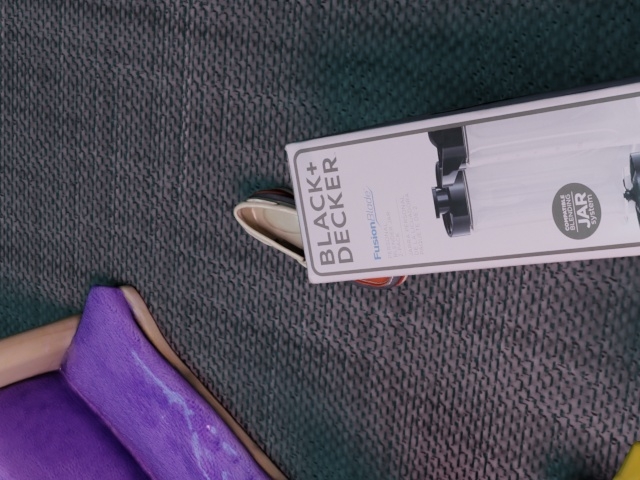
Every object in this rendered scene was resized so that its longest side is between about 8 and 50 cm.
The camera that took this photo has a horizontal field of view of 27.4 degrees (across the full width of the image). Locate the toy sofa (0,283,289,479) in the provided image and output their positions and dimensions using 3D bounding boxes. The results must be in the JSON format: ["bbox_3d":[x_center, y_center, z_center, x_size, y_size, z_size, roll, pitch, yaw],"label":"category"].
[{"bbox_3d":[-0.144,0.215,1.039,0.362,0.150,0.177,47,125,18],"label":"toy sofa"}]

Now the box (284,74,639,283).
[{"bbox_3d":[0.144,-0.043,0.751,0.290,0.169,0.087,-7,97,38],"label":"box"}]

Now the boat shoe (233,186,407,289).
[{"bbox_3d":[0.000,0.000,0.947,0.137,0.043,0.049,28,114,27],"label":"boat shoe"}]

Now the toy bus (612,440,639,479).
[{"bbox_3d":[0.286,0.098,0.692,0.149,0.220,0.211,18,79,46],"label":"toy bus"}]
